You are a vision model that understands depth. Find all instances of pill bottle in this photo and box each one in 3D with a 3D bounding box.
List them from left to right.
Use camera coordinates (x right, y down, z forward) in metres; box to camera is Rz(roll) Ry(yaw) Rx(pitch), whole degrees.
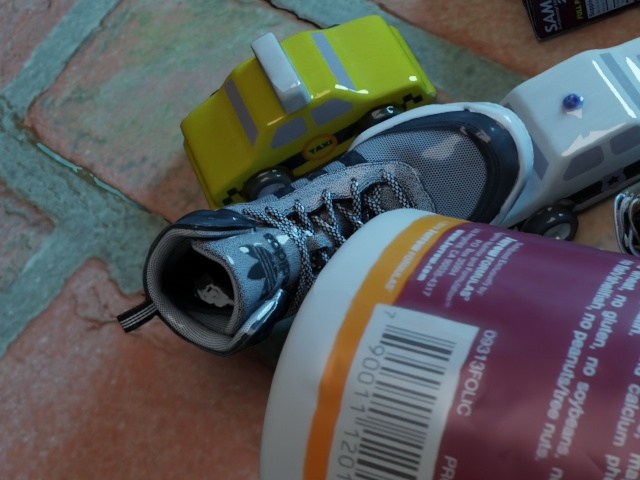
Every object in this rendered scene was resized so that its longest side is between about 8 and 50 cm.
[{"bbox_3d":[0.188,0.127,0.637,0.392,0.224,0.224,14,68,26],"label":"pill bottle"}]

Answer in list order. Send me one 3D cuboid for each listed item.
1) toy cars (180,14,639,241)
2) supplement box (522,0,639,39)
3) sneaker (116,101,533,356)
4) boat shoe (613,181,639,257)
[{"bbox_3d":[0.075,-0.090,0.881,0.394,0.087,0.176,8,66,24],"label":"toy cars"},{"bbox_3d":[0.245,-0.249,0.916,0.240,0.073,0.130,-19,58,8],"label":"supplement box"},{"bbox_3d":[0.000,0.000,0.791,0.269,0.153,0.101,-24,93,23],"label":"sneaker"},{"bbox_3d":[0.208,-0.008,0.747,0.066,0.183,0.066,-8,90,25],"label":"boat shoe"}]
